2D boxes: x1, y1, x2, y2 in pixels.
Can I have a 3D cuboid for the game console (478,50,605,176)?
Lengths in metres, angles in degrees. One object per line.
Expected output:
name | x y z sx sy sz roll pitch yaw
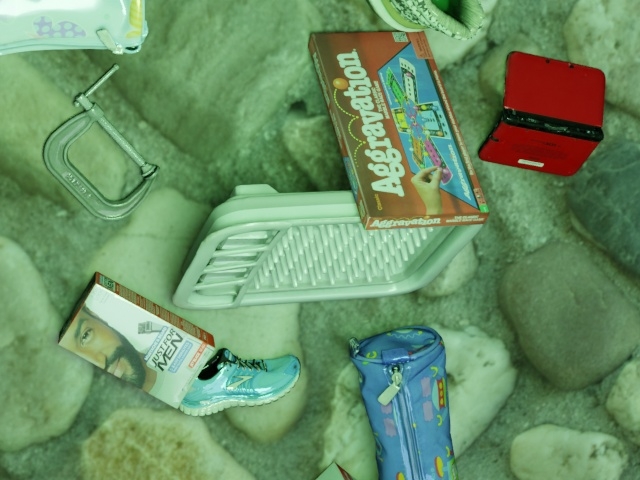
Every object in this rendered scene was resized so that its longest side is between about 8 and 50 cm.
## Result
game console | 0.279 -0.158 2.087 0.144 0.085 0.124 9 140 -21

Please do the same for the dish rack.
dish rack | 0.000 0.000 1.953 0.333 0.285 0.072 -2 69 -17

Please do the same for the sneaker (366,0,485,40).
sneaker | 0.096 -0.387 1.814 0.158 0.182 0.410 -35 126 -7

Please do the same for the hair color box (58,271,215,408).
hair color box | -0.222 0.121 1.995 0.167 0.053 0.093 30 100 -13

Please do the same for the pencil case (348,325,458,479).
pencil case | 0.115 0.262 2.111 0.119 0.133 0.306 -7 101 10

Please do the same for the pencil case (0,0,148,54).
pencil case | -0.324 -0.253 1.785 0.273 0.113 0.124 -6 92 -15

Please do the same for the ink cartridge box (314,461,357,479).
ink cartridge box | 0.036 0.386 2.205 0.109 0.063 0.150 -46 118 3

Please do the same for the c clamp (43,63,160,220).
c clamp | -0.247 -0.104 1.927 0.137 0.022 0.160 -36 118 -1

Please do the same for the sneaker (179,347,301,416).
sneaker | -0.102 0.169 2.068 0.162 0.063 0.073 -14 112 -13

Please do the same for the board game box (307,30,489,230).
board game box | 0.086 -0.132 1.896 0.145 0.281 0.027 -4 144 -17
